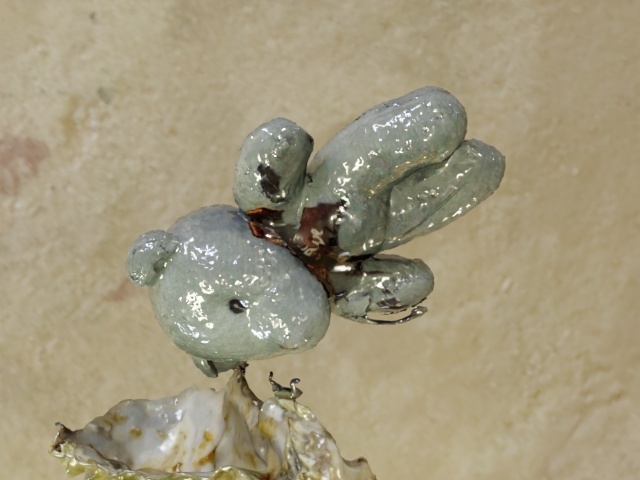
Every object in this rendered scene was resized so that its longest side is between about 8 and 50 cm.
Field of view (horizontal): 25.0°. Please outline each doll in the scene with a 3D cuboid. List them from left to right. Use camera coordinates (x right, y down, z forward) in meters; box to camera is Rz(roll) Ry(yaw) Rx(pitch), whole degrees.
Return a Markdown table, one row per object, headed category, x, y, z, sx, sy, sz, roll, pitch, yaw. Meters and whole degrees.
| category | x | y | z | sx | sy | sz | roll | pitch | yaw |
| --- | --- | --- | --- | --- | --- | --- | --- | --- | --- |
| doll | -0.001 | 0.006 | 1.236 | 0.340 | 0.158 | 0.246 | -24 | 134 | 14 |

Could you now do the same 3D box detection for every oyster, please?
| category | x | y | z | sx | sy | sz | roll | pitch | yaw |
| --- | --- | --- | --- | --- | --- | --- | --- | --- | --- |
| oyster | -0.085 | 0.190 | 1.293 | 0.198 | 0.337 | 0.133 | -42 | 118 | -38 |
